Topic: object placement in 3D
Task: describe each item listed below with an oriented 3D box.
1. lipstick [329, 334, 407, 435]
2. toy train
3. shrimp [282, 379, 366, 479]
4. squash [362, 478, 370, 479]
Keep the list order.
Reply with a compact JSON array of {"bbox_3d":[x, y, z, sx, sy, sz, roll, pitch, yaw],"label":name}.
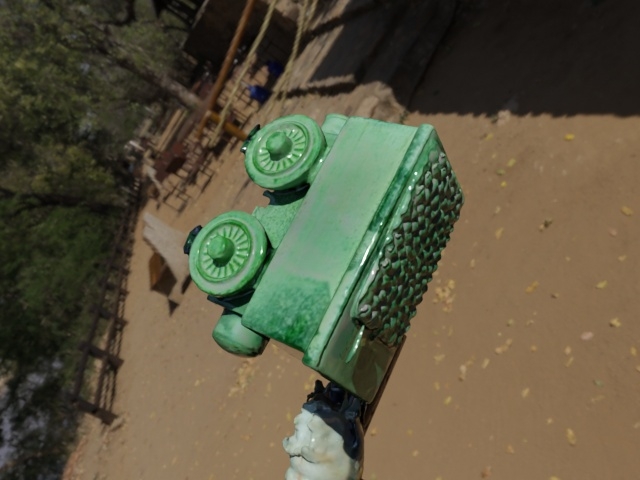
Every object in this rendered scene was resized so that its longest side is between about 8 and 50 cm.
[{"bbox_3d":[0.000,0.296,0.853,0.418,0.077,0.077,-61,19,-16],"label":"lipstick"},{"bbox_3d":[0.000,0.000,0.612,0.202,0.145,0.265,19,74,33],"label":"toy train"},{"bbox_3d":[-0.057,0.281,0.627,0.287,0.185,0.068,-26,22,-32],"label":"shrimp"},{"bbox_3d":[0.024,0.408,0.714,0.132,0.132,0.247,-40,10,42],"label":"squash"}]
